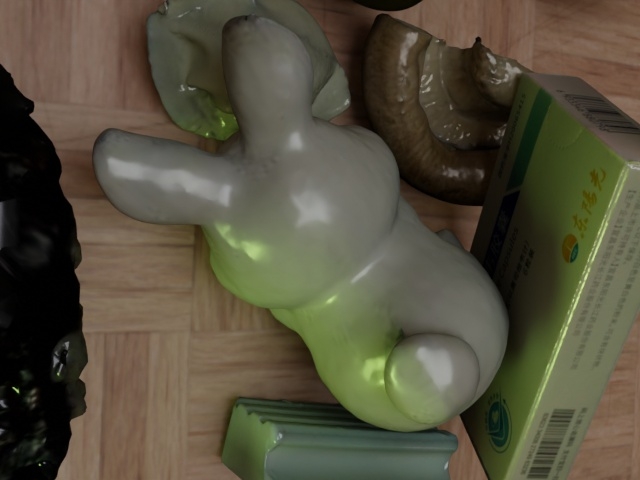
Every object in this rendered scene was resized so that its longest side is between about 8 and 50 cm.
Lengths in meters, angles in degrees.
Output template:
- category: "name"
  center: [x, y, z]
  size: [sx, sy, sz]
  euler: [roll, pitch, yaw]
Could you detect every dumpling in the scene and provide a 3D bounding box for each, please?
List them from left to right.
- category: "dumpling"
  center: [-0.067, -0.151, 0.743]
  size: [0.155, 0.111, 0.181]
  euler: [-40, 103, 13]

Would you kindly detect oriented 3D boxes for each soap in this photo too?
- category: "soap"
  center: [0.016, 0.197, 0.788]
  size: [0.198, 0.119, 0.066]
  euler: [10, 87, -28]

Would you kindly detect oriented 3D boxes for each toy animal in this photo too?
- category: "toy animal"
  center: [0.000, -0.001, 0.692]
  size: [0.196, 0.241, 0.367]
  euler: [-42, 107, 2]

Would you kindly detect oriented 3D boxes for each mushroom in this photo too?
- category: "mushroom"
  center: [0.155, -0.109, 0.839]
  size: [0.286, 0.156, 0.151]
  euler: [21, 94, -17]

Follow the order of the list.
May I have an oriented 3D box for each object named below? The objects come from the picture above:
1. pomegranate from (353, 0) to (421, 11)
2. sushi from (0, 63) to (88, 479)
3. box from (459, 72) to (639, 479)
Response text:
- category: "pomegranate"
  center: [0.040, -0.306, 0.745]
  size: [0.210, 0.179, 0.179]
  euler: [13, 86, -27]
- category: "sushi"
  center: [-0.323, 0.029, 0.467]
  size: [0.285, 0.328, 0.328]
  euler: [-12, 135, -43]
- category: "box"
  center: [0.201, 0.043, 0.754]
  size: [0.065, 0.200, 0.343]
  euler: [3, 120, -13]
